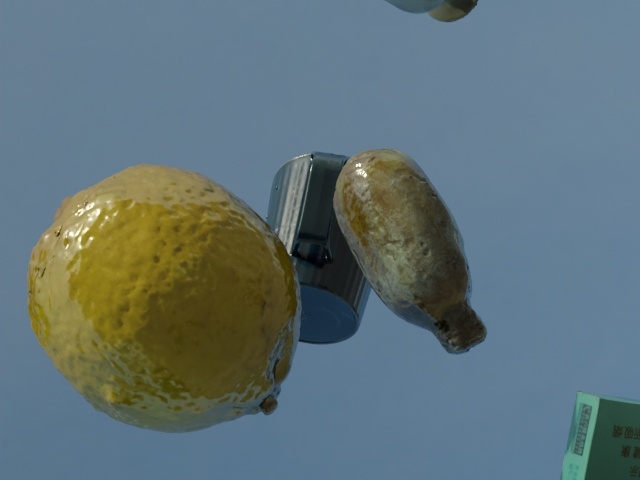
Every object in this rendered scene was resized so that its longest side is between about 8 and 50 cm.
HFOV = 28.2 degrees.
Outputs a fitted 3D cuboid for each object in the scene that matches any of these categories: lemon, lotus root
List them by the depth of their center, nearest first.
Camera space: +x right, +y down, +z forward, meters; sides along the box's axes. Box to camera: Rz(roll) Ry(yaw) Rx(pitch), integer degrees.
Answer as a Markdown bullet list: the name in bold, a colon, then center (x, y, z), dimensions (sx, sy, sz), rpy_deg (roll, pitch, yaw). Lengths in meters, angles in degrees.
- **lemon**: center (-0.116, 0.046, 0.964), dimensions (0.231, 0.192, 0.192), rpy_deg (43, -116, 7)
- **lotus root**: center (0.076, 0.010, 1.060), dimensions (0.088, 0.113, 0.192), rpy_deg (-25, -110, -6)

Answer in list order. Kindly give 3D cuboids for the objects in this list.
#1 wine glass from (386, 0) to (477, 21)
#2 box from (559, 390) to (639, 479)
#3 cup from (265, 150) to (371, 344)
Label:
- **wine glass**: center (0.129, -0.370, 1.784), dimensions (0.231, 0.103, 0.103), rpy_deg (-1, -92, -55)
- **box**: center (0.298, 0.268, 1.230), dimensions (0.162, 0.041, 0.229), rpy_deg (11, -89, -28)
- **cup**: center (0.000, 0.000, 1.257), dimensions (0.131, 0.176, 0.155), rpy_deg (8, -124, 7)
